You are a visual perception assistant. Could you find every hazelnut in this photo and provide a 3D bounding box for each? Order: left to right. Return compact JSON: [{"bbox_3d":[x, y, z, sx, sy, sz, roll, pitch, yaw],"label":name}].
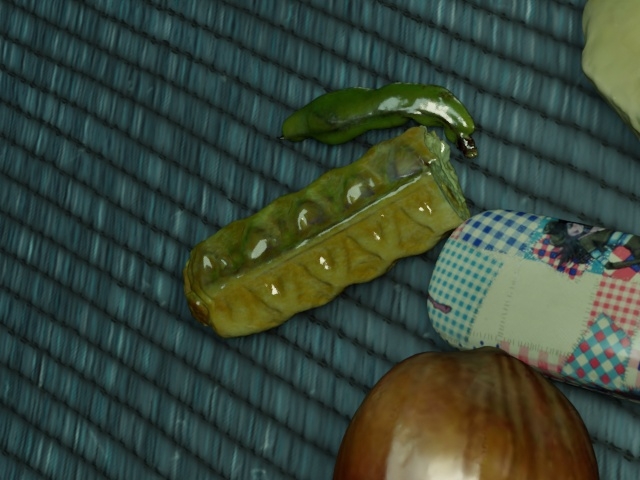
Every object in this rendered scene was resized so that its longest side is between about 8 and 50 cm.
[{"bbox_3d":[0.107,0.191,1.362,0.210,0.210,0.186,51,133,31],"label":"hazelnut"}]

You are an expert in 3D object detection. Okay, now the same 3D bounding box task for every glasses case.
[{"bbox_3d":[0.235,0.060,1.389,0.327,0.076,0.125,14,76,30],"label":"glasses case"}]

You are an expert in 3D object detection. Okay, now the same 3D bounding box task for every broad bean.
[{"bbox_3d":[0.050,-0.111,1.561,0.195,0.046,0.061,7,92,26],"label":"broad bean"}]

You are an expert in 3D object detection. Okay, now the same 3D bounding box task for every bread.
[{"bbox_3d":[-0.001,-0.001,1.526,0.269,0.098,0.087,-27,20,16],"label":"bread"}]

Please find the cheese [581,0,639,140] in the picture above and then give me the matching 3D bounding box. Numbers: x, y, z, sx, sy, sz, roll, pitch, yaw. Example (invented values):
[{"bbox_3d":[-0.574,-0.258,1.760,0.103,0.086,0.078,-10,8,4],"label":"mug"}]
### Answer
[{"bbox_3d":[0.350,-0.179,1.349,0.326,0.115,0.318,-2,61,43],"label":"cheese"}]
